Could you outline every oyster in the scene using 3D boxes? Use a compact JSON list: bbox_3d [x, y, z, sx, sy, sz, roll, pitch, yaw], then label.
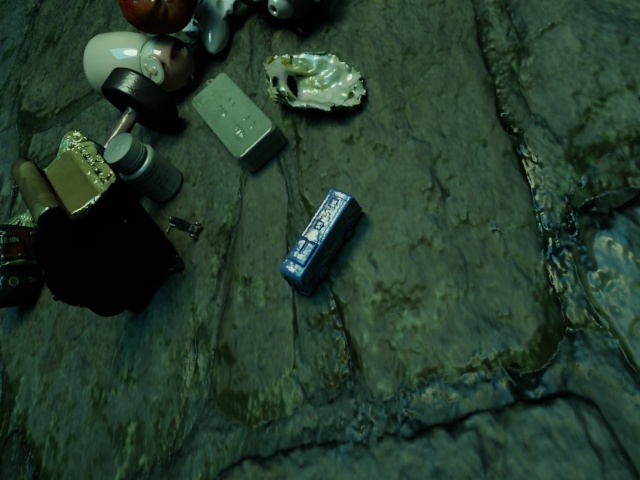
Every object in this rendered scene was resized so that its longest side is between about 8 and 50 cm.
[{"bbox_3d":[-0.673,-0.007,1.156,0.177,0.064,0.125,-31,38,24],"label":"oyster"},{"bbox_3d":[-0.019,-0.263,0.919,0.209,0.072,0.132,11,61,13],"label":"oyster"}]

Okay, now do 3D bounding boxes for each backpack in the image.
[{"bbox_3d":[-0.610,0.046,1.036,0.106,0.120,0.165,-16,90,20],"label":"backpack"}]

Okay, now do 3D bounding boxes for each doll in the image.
[{"bbox_3d":[-0.094,-0.509,1.015,0.117,0.182,0.257,-33,58,-32],"label":"doll"}]

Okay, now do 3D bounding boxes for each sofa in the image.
[{"bbox_3d":[-0.377,-0.017,0.862,0.182,0.258,0.200,-38,51,-11],"label":"sofa"}]

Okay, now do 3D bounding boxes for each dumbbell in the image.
[{"bbox_3d":[-0.397,-0.212,1.048,0.152,0.152,0.218,18,73,36],"label":"dumbbell"}]

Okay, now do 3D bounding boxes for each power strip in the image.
[{"bbox_3d":[-0.167,-0.237,0.994,0.093,0.053,0.288,-43,52,3],"label":"power strip"}]

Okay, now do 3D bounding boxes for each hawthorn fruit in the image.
[{"bbox_3d":[-0.339,-0.495,1.082,0.162,0.162,0.203,-51,31,-5],"label":"hawthorn fruit"}]

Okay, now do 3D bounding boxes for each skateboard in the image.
[{"bbox_3d":[-0.256,-0.030,0.926,0.083,0.064,0.032,9,76,46],"label":"skateboard"}]

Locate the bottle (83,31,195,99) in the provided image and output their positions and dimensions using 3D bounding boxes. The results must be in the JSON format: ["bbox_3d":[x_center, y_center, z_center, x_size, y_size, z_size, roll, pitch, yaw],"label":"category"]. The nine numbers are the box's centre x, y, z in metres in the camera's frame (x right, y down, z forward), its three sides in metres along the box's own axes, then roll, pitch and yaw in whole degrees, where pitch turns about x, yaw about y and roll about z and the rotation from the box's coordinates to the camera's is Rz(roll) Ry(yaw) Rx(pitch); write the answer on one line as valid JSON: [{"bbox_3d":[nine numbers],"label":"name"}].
[{"bbox_3d":[-0.375,-0.378,1.144,0.237,0.147,0.147,5,66,24],"label":"bottle"}]

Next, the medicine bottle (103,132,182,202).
[{"bbox_3d":[-0.326,-0.133,0.975,0.080,0.130,0.080,-15,57,24],"label":"medicine bottle"}]

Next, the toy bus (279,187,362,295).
[{"bbox_3d":[0.000,0.000,0.754,0.051,0.061,0.153,26,77,32],"label":"toy bus"}]

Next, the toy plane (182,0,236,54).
[{"bbox_3d":[-0.239,-0.510,1.161,0.251,0.101,0.255,-22,53,33],"label":"toy plane"}]
